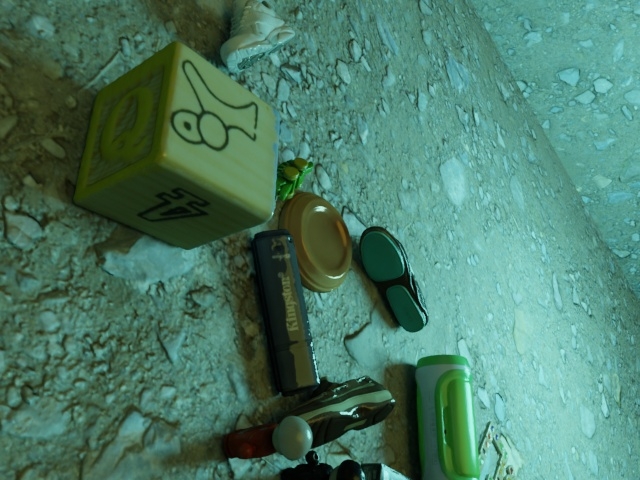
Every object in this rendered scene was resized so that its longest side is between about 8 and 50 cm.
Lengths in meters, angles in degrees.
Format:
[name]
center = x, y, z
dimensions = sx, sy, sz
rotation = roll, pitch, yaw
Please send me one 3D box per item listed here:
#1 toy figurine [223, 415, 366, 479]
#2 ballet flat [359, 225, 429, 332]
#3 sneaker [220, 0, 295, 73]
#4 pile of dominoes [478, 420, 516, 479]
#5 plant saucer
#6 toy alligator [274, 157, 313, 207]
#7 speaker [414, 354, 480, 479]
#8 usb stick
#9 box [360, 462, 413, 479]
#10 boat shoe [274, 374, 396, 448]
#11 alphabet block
[toy figurine]
center = -0.048, 0.376, 0.911
dimensions = 0.213, 0.148, 0.210
rotation = 49, 41, -29
[ballet flat]
center = 0.157, 0.071, 1.379
dimensions = 0.096, 0.095, 0.281
rotation = -69, 140, -54
[sneaker]
center = -0.138, -0.388, 1.194
dimensions = 0.115, 0.090, 0.232
rotation = 54, 30, -12
[pile of dominoes]
center = 0.433, 0.592, 1.552
dimensions = 0.196, 0.040, 0.251
rotation = 61, 37, -14
[plant saucer]
center = 0.000, 0.000, 1.236
dimensions = 0.200, 0.037, 0.200
rotation = 27, 54, -45
[toy alligator]
center = -0.071, -0.107, 1.180
dimensions = 0.051, 0.056, 0.190
rotation = 27, 41, 10
[speaker]
center = 0.263, 0.395, 1.339
dimensions = 0.131, 0.131, 0.297
rotation = 27, 55, -45
[usb stick]
center = -0.060, 0.119, 1.081
dimensions = 0.077, 0.045, 0.278
rotation = -8, 79, -15
[box]
center = 0.129, 0.536, 1.160
dimensions = 0.175, 0.051, 0.220
rotation = 39, 47, -37
[boat shoe]
center = 0.012, 0.285, 1.106
dimensions = 0.257, 0.095, 0.095
rotation = 3, 38, -46
[alphabet block]
center = -0.193, -0.120, 0.898
dimensions = 0.197, 0.193, 0.193
rotation = 29, 52, -43
